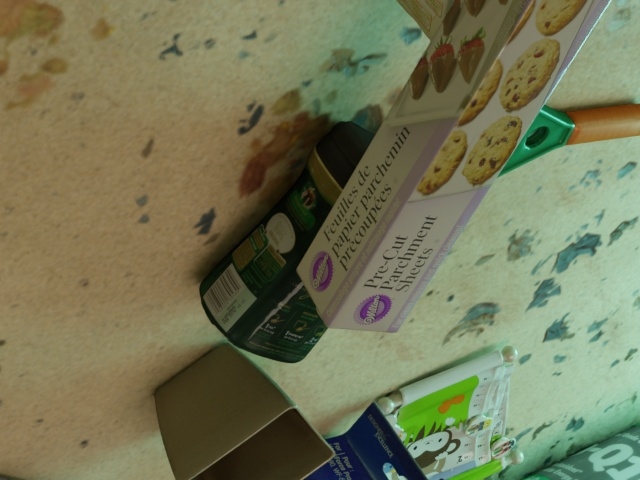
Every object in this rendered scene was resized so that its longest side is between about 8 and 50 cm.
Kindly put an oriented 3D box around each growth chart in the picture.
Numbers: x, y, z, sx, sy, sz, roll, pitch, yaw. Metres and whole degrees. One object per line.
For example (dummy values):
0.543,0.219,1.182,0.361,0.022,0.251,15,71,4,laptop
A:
0.123,0.189,1.606,0.172,0.021,0.237,-26,145,-13,growth chart

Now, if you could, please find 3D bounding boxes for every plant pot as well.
-0.071,0.148,1.313,0.109,0.096,0.109,-36,146,-2,plant pot

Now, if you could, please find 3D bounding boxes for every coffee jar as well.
0.000,0.000,1.211,0.096,0.079,0.184,22,117,-44,coffee jar

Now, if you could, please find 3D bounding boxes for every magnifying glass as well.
0.176,-0.088,1.315,0.231,0.026,0.092,-7,137,-33,magnifying glass

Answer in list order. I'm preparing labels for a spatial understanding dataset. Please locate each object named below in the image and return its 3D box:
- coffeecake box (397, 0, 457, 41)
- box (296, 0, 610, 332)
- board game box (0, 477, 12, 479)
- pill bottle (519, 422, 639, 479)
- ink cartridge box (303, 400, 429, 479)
0.131,-0.228,1.060,0.142,0.068,0.185,-19,143,-22,coffeecake box
0.089,-0.077,1.077,0.067,0.063,0.324,8,126,-36,box
-0.357,0.300,1.269,0.318,0.066,0.319,-45,146,13,board game box
0.367,0.302,1.794,0.361,0.204,0.204,-21,144,-22,pill bottle
-0.026,0.312,1.493,0.065,0.165,0.332,13,123,-47,ink cartridge box
